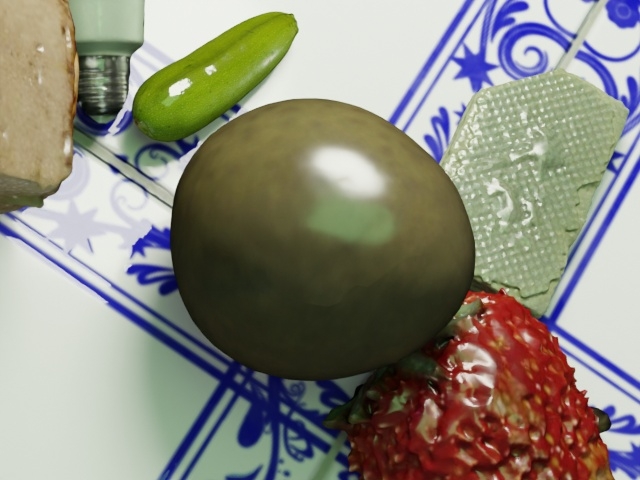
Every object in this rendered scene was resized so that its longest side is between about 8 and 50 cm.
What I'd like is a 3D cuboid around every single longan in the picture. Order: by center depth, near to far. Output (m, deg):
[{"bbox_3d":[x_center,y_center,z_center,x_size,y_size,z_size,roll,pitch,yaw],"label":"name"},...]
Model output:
[{"bbox_3d":[0.000,0.000,1.683,0.258,0.258,0.258,6,69,-16],"label":"longan"}]

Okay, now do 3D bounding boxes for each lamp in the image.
[{"bbox_3d":[-0.209,-0.274,1.786,0.182,0.182,0.313,-8,107,-21],"label":"lamp"}]

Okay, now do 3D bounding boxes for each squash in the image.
[{"bbox_3d":[-0.094,-0.153,1.810,0.201,0.066,0.066,-39,86,-33],"label":"squash"}]

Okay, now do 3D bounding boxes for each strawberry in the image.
[{"bbox_3d":[0.178,0.182,1.739,0.306,0.138,0.233,42,62,1],"label":"strawberry"}]

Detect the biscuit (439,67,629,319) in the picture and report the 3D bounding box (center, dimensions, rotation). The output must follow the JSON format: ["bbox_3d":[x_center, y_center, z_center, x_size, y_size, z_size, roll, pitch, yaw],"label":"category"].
[{"bbox_3d":[0.189,-0.060,1.874,0.150,0.052,0.252,30,64,-6],"label":"biscuit"}]

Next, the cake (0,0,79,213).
[{"bbox_3d":[-0.323,-0.113,1.630,0.293,0.196,0.198,18,63,-48],"label":"cake"}]
